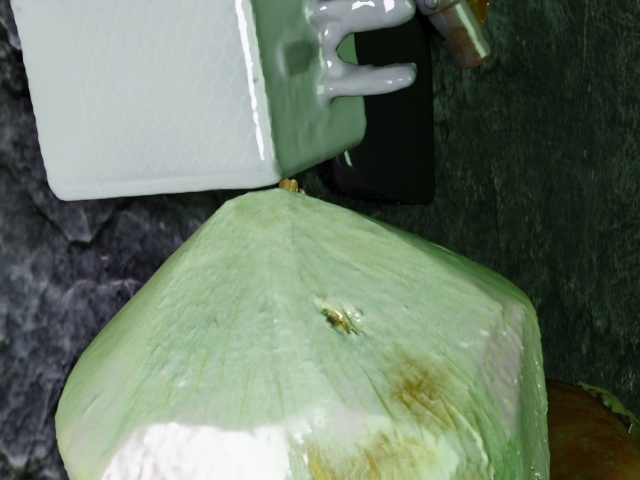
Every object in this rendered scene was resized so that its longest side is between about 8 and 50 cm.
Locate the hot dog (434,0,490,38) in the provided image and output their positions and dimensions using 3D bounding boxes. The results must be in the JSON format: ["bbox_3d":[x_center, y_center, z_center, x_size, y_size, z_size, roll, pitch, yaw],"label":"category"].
[{"bbox_3d":[0.148,-0.305,1.423,0.104,0.076,0.250,80,25,-57],"label":"hot dog"}]

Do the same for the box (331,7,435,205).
[{"bbox_3d":[0.056,-0.132,1.252,0.212,0.042,0.201,3,84,-63],"label":"box"}]

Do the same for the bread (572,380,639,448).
[{"bbox_3d":[0.348,0.271,1.674,0.268,0.130,0.152,39,49,-56],"label":"bread"}]

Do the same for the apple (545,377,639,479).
[{"bbox_3d":[0.184,0.271,1.241,0.277,0.250,0.309,62,2,23],"label":"apple"}]

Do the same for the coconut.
[{"bbox_3d":[-0.009,0.119,0.857,0.329,0.281,0.328,-8,108,-26],"label":"coconut"}]

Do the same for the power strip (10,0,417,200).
[{"bbox_3d":[-0.052,-0.108,0.847,0.140,0.224,0.139,-26,110,-60],"label":"power strip"}]

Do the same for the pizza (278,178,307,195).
[{"bbox_3d":[0.000,0.000,1.149,0.108,0.026,0.122,-29,112,-62],"label":"pizza"}]

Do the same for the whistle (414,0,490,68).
[{"bbox_3d":[0.096,-0.259,1.289,0.220,0.057,0.107,59,28,-19],"label":"whistle"}]
